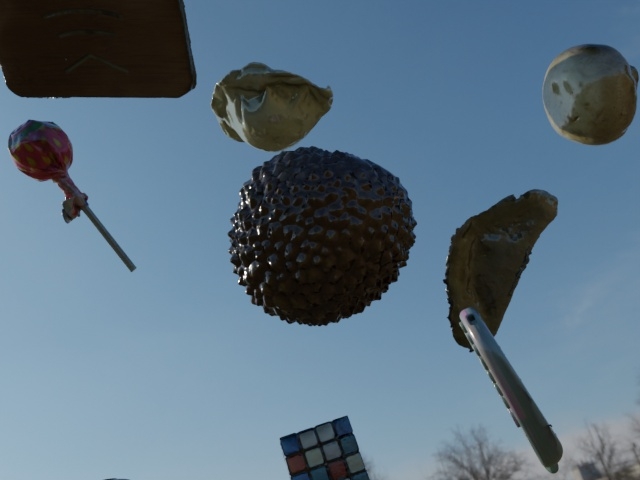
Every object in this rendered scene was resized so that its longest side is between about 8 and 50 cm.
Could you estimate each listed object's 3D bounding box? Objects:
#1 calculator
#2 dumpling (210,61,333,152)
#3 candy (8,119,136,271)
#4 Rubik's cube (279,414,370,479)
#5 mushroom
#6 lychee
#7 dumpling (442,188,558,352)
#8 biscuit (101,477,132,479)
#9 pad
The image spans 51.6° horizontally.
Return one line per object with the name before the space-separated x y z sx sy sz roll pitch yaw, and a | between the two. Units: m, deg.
calculator | 0.280 0.220 0.957 0.041 0.185 0.299 -31 -66 7
dumpling | -0.106 -0.259 1.264 0.258 0.147 0.193 -17 -33 37
candy | -0.489 -0.085 1.341 0.124 0.365 0.124 -37 4 3
Rubik's cube | 0.007 0.466 1.357 0.151 0.154 0.155 -17 -23 -9
mushroom | 0.435 -0.232 1.059 0.127 0.166 0.166 -12 -28 -13
lychee | 0.000 0.000 0.949 0.267 0.268 0.267 -11 -29 -6
dumpling | 0.303 0.035 1.233 0.166 0.332 0.086 29 -6 -4
biscuit | -0.310 0.476 1.064 0.049 0.208 0.181 -41 -12 23
pad | -0.315 -0.318 0.848 0.286 0.018 0.284 2 -56 10
